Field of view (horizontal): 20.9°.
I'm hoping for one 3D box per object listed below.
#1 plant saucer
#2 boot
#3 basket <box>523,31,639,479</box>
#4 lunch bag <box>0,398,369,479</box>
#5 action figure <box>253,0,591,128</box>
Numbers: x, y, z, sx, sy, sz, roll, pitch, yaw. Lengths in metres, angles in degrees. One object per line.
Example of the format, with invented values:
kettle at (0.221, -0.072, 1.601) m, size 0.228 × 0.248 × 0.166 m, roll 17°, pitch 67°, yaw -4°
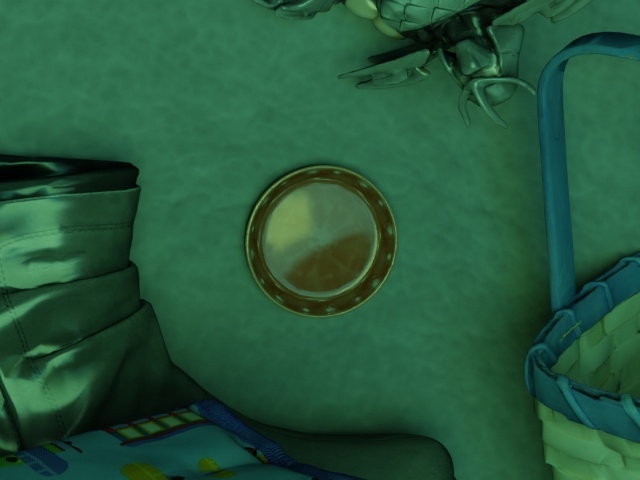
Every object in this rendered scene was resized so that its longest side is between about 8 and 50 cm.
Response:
plant saucer at (0.000, 0.000, 0.934) m, size 0.083 × 0.013 × 0.083 m, roll -2°, pitch 101°, yaw -10°
boot at (-0.092, 0.065, 0.881) m, size 0.338 × 0.118 × 0.223 m, roll -4°, pitch 97°, yaw -13°
basket at (0.225, 0.048, 0.866) m, size 0.255 × 0.201 × 0.289 m, roll 14°, pitch 123°, yaw 28°
lunch bag at (-0.102, 0.245, 0.758) m, size 0.221 × 0.138 × 0.293 m, roll -13°, pitch 113°, yaw -38°
action figure at (0.035, -0.185, 0.850) m, size 0.185 × 0.099 × 0.285 m, roll -20°, pitch 94°, yaw 27°
